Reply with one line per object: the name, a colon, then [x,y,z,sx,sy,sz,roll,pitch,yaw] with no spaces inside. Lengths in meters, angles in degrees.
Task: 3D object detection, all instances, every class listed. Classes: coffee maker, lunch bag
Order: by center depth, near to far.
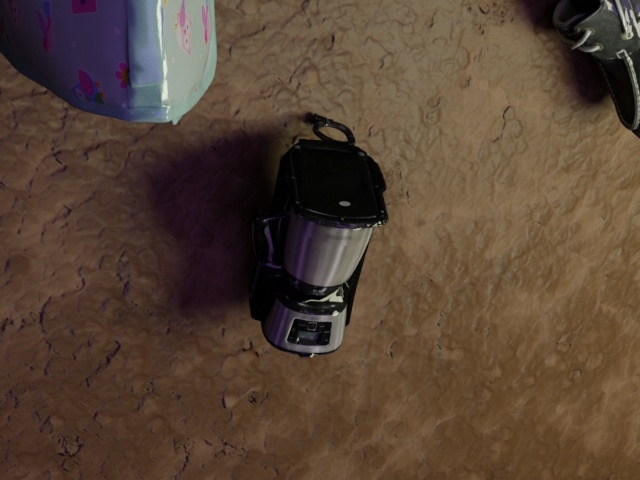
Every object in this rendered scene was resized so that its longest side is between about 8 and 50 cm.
lunch bag: [-0.164,-0.224,0.906,0.160,0.262,0.223,-9,115,-24]
coffee maker: [0.000,0.000,1.171,0.120,0.171,0.178,21,128,5]

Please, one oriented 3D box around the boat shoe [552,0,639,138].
boat shoe: [0.298,-0.249,1.242,0.119,0.121,0.335,-23,110,-8]
